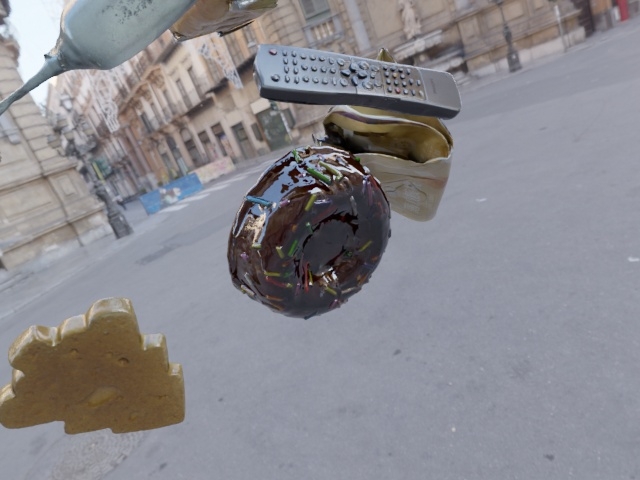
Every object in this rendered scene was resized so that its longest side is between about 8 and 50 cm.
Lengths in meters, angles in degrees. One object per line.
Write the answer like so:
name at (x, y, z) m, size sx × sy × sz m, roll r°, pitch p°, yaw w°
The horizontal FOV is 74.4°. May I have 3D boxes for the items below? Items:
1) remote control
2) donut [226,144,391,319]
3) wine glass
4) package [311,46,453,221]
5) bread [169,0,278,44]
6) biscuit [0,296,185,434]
remote control at (0.041, -0.152, 0.411) m, size 0.211 × 0.059 × 0.028 m, roll 1°, pitch -20°, yaw -17°
donut at (0.000, 0.000, 0.534) m, size 0.235 × 0.235 × 0.089 m, roll -30°, pitch 43°, yaw -25°
wine glass at (-0.207, -0.171, 0.365) m, size 0.262 × 0.074 × 0.074 m, roll -38°, pitch 17°, yaw -1°
package at (0.104, -0.136, 0.754) m, size 0.164 × 0.221 × 0.311 m, roll -32°, pitch -15°, yaw 3°
bread at (-0.147, -0.347, 0.546) m, size 0.106 × 0.136 × 0.241 m, roll -21°, pitch 24°, yaw -30°
biscuit at (-0.265, 0.176, 0.534) m, size 0.212 × 0.239 × 0.041 m, roll -43°, pitch 36°, yaw 3°
